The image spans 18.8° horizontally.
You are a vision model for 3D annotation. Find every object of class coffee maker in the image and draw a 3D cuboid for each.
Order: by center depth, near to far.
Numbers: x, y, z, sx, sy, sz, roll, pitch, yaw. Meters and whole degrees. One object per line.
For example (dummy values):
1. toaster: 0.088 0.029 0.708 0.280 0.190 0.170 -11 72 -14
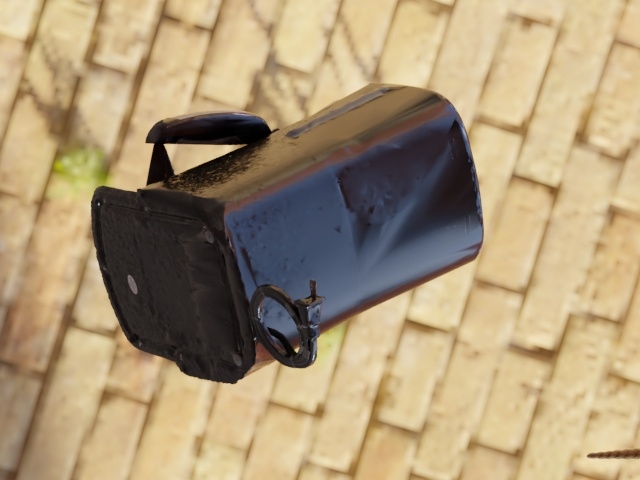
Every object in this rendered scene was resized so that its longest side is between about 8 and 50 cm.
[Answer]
1. coffee maker: 0.000 0.000 1.007 0.178 0.171 0.120 -26 137 -34

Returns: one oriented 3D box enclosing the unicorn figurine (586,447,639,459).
1. unicorn figurine: 0.217 0.111 0.892 0.162 0.060 0.111 -41 -118 40
